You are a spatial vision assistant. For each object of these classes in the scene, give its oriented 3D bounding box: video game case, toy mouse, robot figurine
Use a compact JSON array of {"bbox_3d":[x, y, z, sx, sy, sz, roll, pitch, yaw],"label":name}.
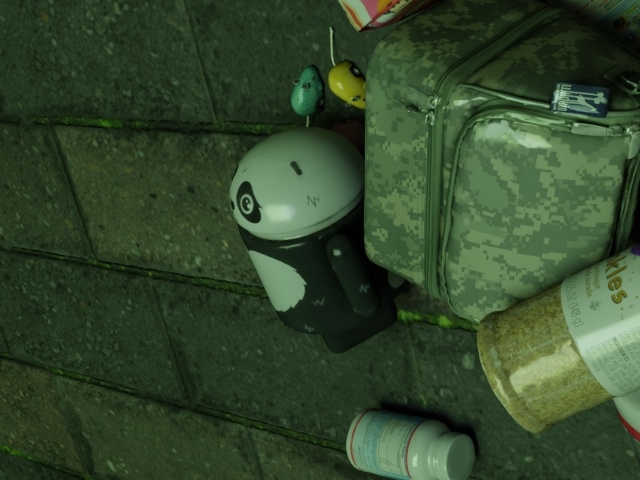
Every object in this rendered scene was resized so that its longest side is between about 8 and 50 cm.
[{"bbox_3d":[0.282,-0.210,1.146,0.122,0.011,0.087,54,139,1],"label":"video game case"},{"bbox_3d":[0.007,-0.152,1.428,0.143,0.031,0.161,-29,95,49],"label":"toy mouse"},{"bbox_3d":[-0.003,0.000,1.412,0.209,0.173,0.278,1,130,32],"label":"robot figurine"}]

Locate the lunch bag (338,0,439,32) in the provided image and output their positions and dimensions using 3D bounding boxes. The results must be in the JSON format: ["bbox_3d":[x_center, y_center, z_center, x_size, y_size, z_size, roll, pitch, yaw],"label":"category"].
[{"bbox_3d":[0.127,-0.300,1.042,0.120,0.258,0.293,54,139,0],"label":"lunch bag"}]

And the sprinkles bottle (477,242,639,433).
[{"bbox_3d":[0.310,0.047,1.012,0.355,0.121,0.121,-30,95,26],"label":"sprinkles bottle"}]

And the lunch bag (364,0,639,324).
[{"bbox_3d":[0.194,-0.068,1.148,0.256,0.213,0.305,30,138,31],"label":"lunch bag"}]

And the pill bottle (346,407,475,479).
[{"bbox_3d":[0.119,0.274,1.567,0.160,0.087,0.087,5,119,41],"label":"pill bottle"}]

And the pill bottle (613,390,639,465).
[{"bbox_3d":[0.405,0.214,1.159,0.176,0.176,0.318,7,138,41],"label":"pill bottle"}]
